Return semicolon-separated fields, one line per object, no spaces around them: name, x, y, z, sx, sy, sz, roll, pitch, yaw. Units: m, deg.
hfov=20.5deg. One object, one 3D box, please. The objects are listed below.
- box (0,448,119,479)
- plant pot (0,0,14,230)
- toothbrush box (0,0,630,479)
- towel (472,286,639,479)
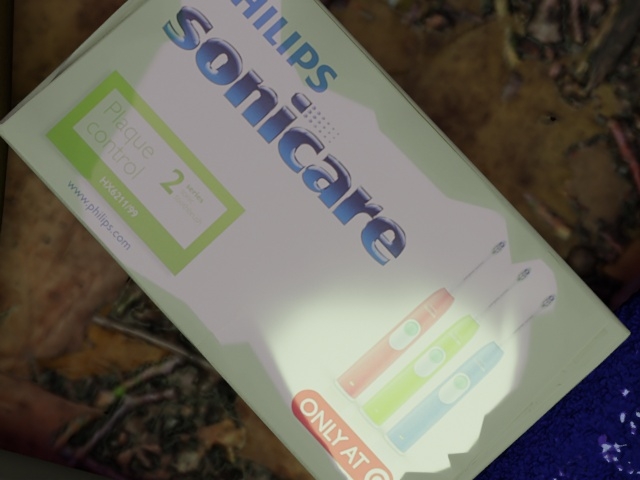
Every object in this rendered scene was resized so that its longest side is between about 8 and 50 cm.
box;-0.163;0.271;0.739;0.168;0.215;0.345;28;92;46
plant pot;-0.240;0.003;0.798;0.237;0.237;0.254;-5;103;1
toothbrush box;0.000;0.000;0.746;0.122;0.283;0.206;-43;88;-1
towel;0.141;0.184;0.763;0.227;0.076;0.308;38;104;-5
